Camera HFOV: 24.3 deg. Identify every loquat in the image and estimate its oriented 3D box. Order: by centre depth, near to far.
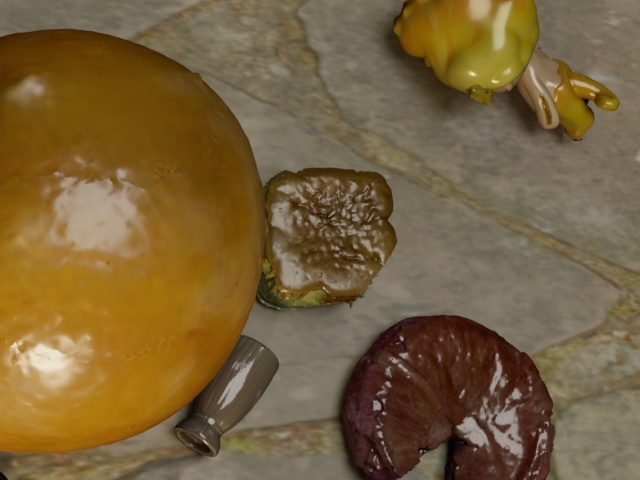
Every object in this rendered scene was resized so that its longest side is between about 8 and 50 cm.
[{"bbox_3d":[-0.198,-0.001,1.100,0.328,0.328,0.328,9,70,-25],"label":"loquat"}]

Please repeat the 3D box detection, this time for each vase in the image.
[{"bbox_3d":[-0.082,0.133,1.273,0.053,0.053,0.100,39,64,-11],"label":"vase"}]

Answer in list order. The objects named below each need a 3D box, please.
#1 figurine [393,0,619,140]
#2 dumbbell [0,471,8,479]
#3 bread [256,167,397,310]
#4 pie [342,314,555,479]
[{"bbox_3d":[0.184,-0.188,1.488,0.246,0.131,0.156,28,42,-32],"label":"figurine"},{"bbox_3d":[-0.291,0.231,1.103,0.208,0.099,0.099,-23,85,-30],"label":"dumbbell"},{"bbox_3d":[0.000,0.000,1.351,0.140,0.069,0.128,-3,76,-27],"label":"bread"},{"bbox_3d":[0.124,0.169,1.369,0.219,0.054,0.204,25,64,-19],"label":"pie"}]
